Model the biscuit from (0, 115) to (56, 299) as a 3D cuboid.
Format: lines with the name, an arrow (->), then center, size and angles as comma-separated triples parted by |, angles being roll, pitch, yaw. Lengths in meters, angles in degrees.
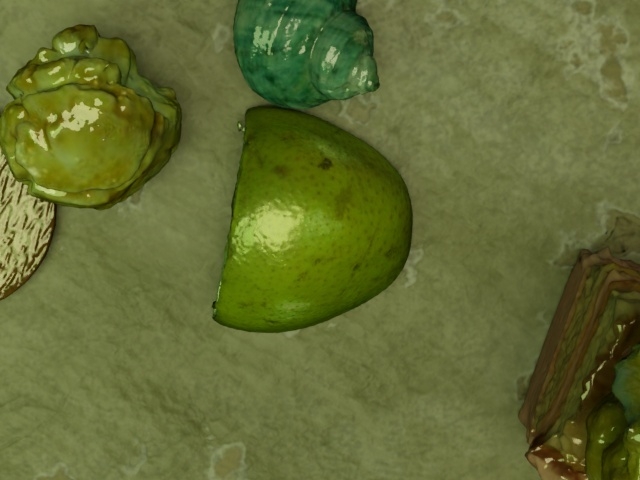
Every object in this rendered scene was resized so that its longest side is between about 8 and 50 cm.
biscuit -> -0.451, -0.040, 1.524 | 0.262, 0.037, 0.261 | 0, 100, -2

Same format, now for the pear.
pear -> 0.001, -0.003, 1.503 | 0.239, 0.139, 0.288 | 8, 100, -12

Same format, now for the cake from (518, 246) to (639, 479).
cake -> 0.408, 0.185, 1.455 | 0.314, 0.307, 0.293 | 21, 101, -5

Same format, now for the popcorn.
popcorn -> -0.265, -0.128, 1.424 | 0.204, 0.221, 0.183 | -32, 75, 5

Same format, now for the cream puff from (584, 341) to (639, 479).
cream puff -> 0.360, 0.167, 1.164 | 0.282, 0.282, 0.185 | -37, 100, 4

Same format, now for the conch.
conch -> -0.011, -0.245, 1.454 | 0.202, 0.134, 0.196 | 43, 97, -7
